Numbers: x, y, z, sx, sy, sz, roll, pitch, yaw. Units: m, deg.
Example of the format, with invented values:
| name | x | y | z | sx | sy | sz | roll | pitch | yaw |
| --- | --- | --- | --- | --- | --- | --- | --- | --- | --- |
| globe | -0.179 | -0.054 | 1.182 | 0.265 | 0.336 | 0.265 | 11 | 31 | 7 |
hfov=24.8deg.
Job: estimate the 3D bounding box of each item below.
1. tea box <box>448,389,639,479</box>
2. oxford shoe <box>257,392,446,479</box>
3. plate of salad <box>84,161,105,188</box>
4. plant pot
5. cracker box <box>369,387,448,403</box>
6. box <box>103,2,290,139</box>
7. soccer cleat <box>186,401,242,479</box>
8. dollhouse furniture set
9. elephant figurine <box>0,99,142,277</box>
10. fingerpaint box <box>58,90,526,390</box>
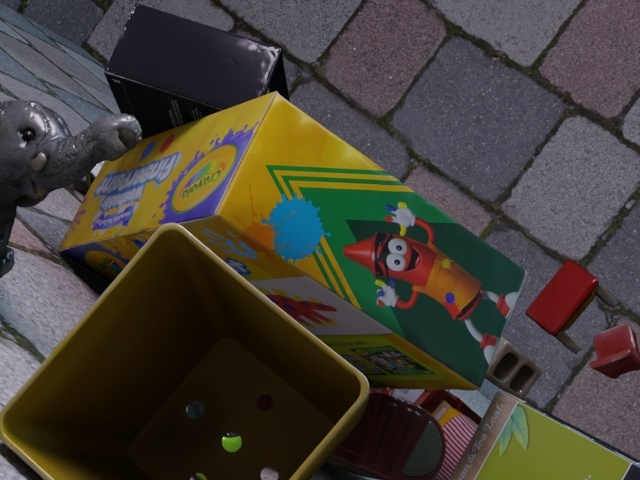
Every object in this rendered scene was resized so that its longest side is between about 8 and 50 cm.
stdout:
| name | x | y | z | sx | sy | sz | roll | pitch | yaw |
| --- | --- | --- | --- | --- | --- | --- | --- | --- | --- |
| tea box | 0.344 | 0.364 | 1.631 | 0.329 | 0.220 | 0.323 | 31 | -3 | -42 |
| oxford shoe | -0.027 | 0.199 | 1.707 | 0.348 | 0.123 | 0.130 | 31 | -22 | -17 |
| plate of salad | -0.327 | -0.075 | 2.279 | 0.200 | 0.048 | 0.200 | 46 | 1 | -1 |
| plant pot | -0.092 | 0.149 | 1.173 | 0.212 | 0.212 | 0.187 | 38 | -7 | 17 |
| cracker box | 0.155 | 0.165 | 2.281 | 0.155 | 0.232 | 0.067 | 37 | 6 | 7 |
| box | -0.136 | -0.157 | 1.742 | 0.184 | 0.103 | 0.261 | 16 | -18 | 8 |
| soccer cleat | -0.135 | 0.159 | 1.396 | 0.179 | 0.072 | 0.060 | 39 | 6 | 24 |
| dollhouse furniture set | 0.285 | 0.213 | 2.005 | 0.201 | 0.374 | 0.152 | 39 | 2 | 42 |
| elephant figurine | -0.307 | -0.073 | 1.391 | 0.186 | 0.239 | 0.169 | 35 | 6 | -11 |
| fingerpaint box | -0.046 | 0.020 | 1.710 | 0.371 | 0.163 | 0.444 | 34 | -21 | -23 |
